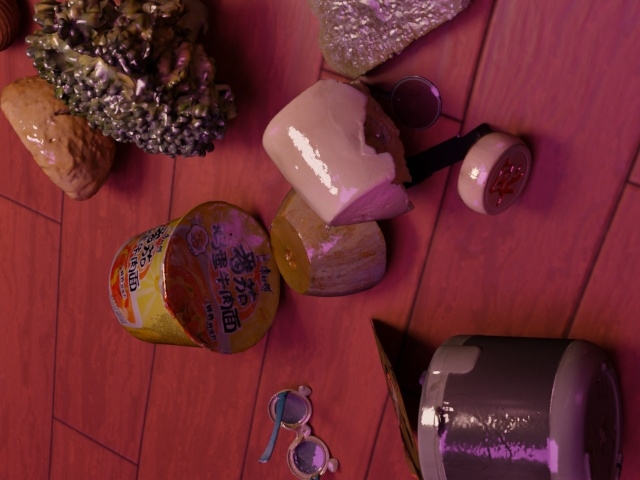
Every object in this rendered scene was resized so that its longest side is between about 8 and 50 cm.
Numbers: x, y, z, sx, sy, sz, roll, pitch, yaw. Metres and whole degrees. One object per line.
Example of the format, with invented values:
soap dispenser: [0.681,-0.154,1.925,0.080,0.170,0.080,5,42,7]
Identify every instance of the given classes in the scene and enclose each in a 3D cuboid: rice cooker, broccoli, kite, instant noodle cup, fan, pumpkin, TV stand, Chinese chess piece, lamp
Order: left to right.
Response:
lamp: [-0.615,-0.406,1.740,0.136,0.136,0.136,12,117,26]
broccoli: [-0.300,-0.268,1.518,0.334,0.324,0.272,4,95,57]
instant noodle cup: [-0.227,0.072,1.661,0.200,0.264,0.264,-9,106,43]
pumpkin: [-0.007,0.013,1.556,0.217,0.110,0.217,35,145,29]
fan: [0.123,-0.215,1.464,0.133,0.005,0.085,15,118,23]
kite: [0.128,0.274,1.521,0.013,0.377,0.327,-16,146,-2]
TV stand: [0.148,-0.110,1.469,0.256,0.049,0.040,-23,96,36]
Chinese chess piece: [0.250,-0.096,1.369,0.051,0.122,0.122,31,125,38]
rice cooker: [0.291,0.278,1.418,0.277,0.288,0.288,-2,110,32]

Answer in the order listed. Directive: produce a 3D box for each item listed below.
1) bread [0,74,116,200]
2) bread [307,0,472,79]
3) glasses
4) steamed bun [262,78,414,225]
bread: [-0.453,-0.192,1.700,0.134,0.244,0.244,-37,90,-1]
bread: [0.078,-0.366,1.381,0.286,0.056,0.207,-32,97,40]
glasses: [-0.066,0.388,1.706,0.088,0.220,0.190,-14,103,25]
steamed bun: [0.048,-0.134,1.400,0.225,0.200,0.170,52,139,17]
